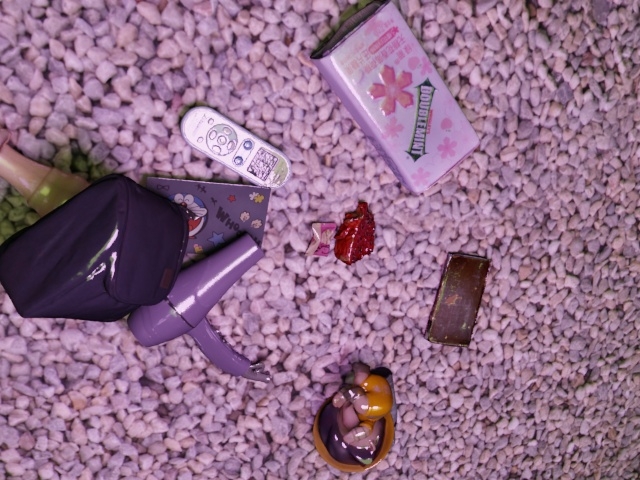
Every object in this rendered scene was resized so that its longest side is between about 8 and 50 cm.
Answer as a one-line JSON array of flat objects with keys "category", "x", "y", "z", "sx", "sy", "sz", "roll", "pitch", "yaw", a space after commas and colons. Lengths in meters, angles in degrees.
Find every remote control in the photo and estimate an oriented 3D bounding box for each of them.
[{"category": "remote control", "x": -0.166, "y": -0.182, "z": 1.234, "sx": 0.244, "sy": 0.047, "sz": 0.087, "roll": 30, "pitch": 93, "yaw": -23}]

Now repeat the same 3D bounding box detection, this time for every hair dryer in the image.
[{"category": "hair dryer", "x": -0.195, "y": 0.182, "z": 1.323, "sx": 0.301, "sy": 0.121, "sz": 0.361, "roll": -37, "pitch": 124, "yaw": -7}]

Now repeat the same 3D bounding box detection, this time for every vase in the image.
[{"category": "vase", "x": 0.158, "y": 0.414, "z": 1.518, "sx": 0.059, "sy": 0.060, "sz": 0.212, "roll": -14, "pitch": 111, "yaw": -13}]

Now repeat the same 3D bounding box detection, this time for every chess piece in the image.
[{"category": "chess piece", "x": -0.584, "y": -0.159, "z": 1.071, "sx": 0.397, "sy": 0.117, "sz": 0.117, "roll": 37, "pitch": 93, "yaw": -23}]

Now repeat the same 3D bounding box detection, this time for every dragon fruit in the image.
[{"category": "dragon fruit", "x": 0.068, "y": -0.021, "z": 1.366, "sx": 0.097, "sy": 0.063, "sz": 0.131, "roll": -19, "pitch": 116, "yaw": -46}]

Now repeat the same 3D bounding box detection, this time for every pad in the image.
[{"category": "pad", "x": -0.231, "y": -0.044, "z": 1.255, "sx": 0.245, "sy": 0.006, "sz": 0.170, "roll": 4, "pitch": 117, "yaw": -17}]

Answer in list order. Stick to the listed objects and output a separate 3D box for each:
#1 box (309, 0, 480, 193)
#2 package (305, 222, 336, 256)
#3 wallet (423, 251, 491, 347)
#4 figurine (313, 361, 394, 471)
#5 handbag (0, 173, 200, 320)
[{"category": "box", "x": 0.157, "y": -0.293, "z": 1.268, "sx": 0.190, "sy": 0.112, "sz": 0.370, "roll": -42, "pitch": 115, "yaw": -3}, {"category": "package", "x": 0.000, "y": 0.000, "z": 1.354, "sx": 0.059, "sy": 0.029, "sz": 0.083, "roll": 2, "pitch": 117, "yaw": -26}, {"category": "wallet", "x": 0.333, "y": 0.145, "z": 1.506, "sx": 0.121, "sy": 0.031, "sz": 0.232, "roll": 10, "pitch": 101, "yaw": -16}, {"category": "figurine", "x": 0.091, "y": 0.408, "z": 1.407, "sx": 0.167, "sy": 0.192, "sz": 0.257, "roll": 9, "pitch": 137, "yaw": -16}, {"category": "handbag", "x": -0.355, "y": 0.036, "z": 1.088, "sx": 0.275, "sy": 0.302, "sz": 0.178, "roll": -31, "pitch": 76, "yaw": 3}]
